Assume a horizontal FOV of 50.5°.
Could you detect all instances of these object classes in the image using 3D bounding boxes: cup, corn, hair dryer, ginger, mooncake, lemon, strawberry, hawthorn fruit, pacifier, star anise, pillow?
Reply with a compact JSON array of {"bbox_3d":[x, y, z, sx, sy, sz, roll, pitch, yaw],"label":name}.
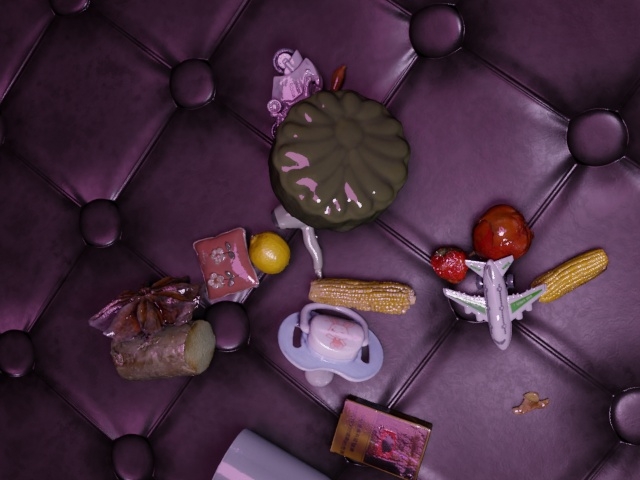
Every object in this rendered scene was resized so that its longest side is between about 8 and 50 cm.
[{"bbox_3d":[-0.122,0.667,1.809,0.312,0.205,0.206,27,96,11],"label":"cup"},{"bbox_3d":[0.624,0.089,1.702,0.203,0.072,0.072,-32,83,10],"label":"corn"},{"bbox_3d":[0.022,-0.031,1.853,0.229,0.092,0.267,-36,96,5],"label":"hair dryer"},{"bbox_3d":[0.537,0.417,1.741,0.097,0.030,0.048,-20,87,11],"label":"ginger"},{"bbox_3d":[0.046,-0.204,1.724,0.356,0.194,0.357,2,82,-11],"label":"mooncake"},{"bbox_3d":[0.110,0.146,1.802,0.288,0.086,0.087,5,91,8],"label":"corn"},{"bbox_3d":[-0.141,0.032,1.860,0.133,0.109,0.109,39,99,-14],"label":"lemon"},{"bbox_3d":[0.336,0.062,1.758,0.106,0.106,0.106,0,90,13],"label":"strawberry"},{"bbox_3d":[0.445,-0.008,1.710,0.172,0.148,0.148,-31,83,28],"label":"hawthorn fruit"},{"bbox_3d":[0.014,0.296,1.806,0.287,0.238,0.226,14,127,-12],"label":"pacifier"},{"bbox_3d":[-0.466,0.190,1.853,0.331,0.332,0.118,-7,107,13],"label":"star anise"},{"bbox_3d":[-0.268,0.067,1.906,0.171,0.075,0.179,-18,84,17],"label":"pillow"}]

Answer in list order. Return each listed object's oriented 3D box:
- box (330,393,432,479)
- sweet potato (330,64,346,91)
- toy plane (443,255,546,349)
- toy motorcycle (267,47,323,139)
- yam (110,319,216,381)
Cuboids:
[{"bbox_3d":[0.162,0.528,1.812,0.240,0.071,0.159,18,92,13],"label":"box"},{"bbox_3d":[0.046,-0.435,1.852,0.034,0.034,0.095,19,92,12],"label":"sweet potato"},{"bbox_3d":[0.444,0.154,1.702,0.251,0.101,0.255,-5,112,25],"label":"toy plane"},{"bbox_3d":[-0.056,-0.389,1.845,0.170,0.110,0.260,2,96,1],"label":"toy motorcycle"},{"bbox_3d":[-0.443,0.311,1.905,0.267,0.161,0.161,-7,89,13],"label":"yam"}]
